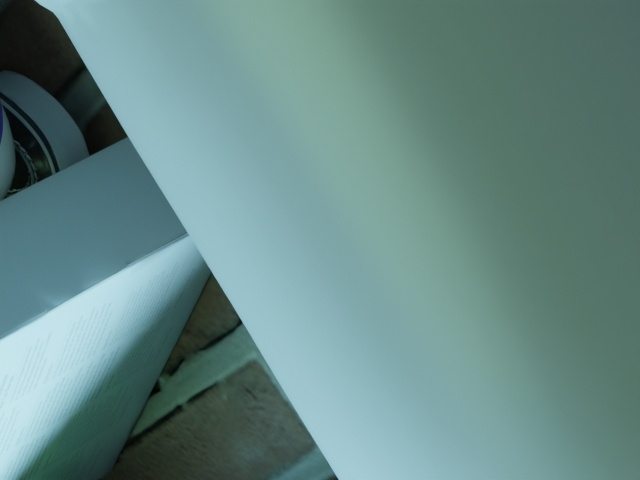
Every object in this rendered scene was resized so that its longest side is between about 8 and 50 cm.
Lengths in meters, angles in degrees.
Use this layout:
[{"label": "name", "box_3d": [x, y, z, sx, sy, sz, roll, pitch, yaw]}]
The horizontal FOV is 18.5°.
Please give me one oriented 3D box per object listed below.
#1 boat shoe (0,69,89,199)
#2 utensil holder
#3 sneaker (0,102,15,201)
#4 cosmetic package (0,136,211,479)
[{"label": "boat shoe", "box_3d": [-0.298, -0.075, 1.473, 0.301, 0.102, 0.108, 20, 129, 38]}, {"label": "utensil holder", "box_3d": [0.093, -0.051, 0.901, 0.327, 0.327, 0.385, -23, 100, 51]}, {"label": "sneaker", "box_3d": [-0.337, -0.164, 1.336, 0.323, 0.130, 0.236, 53, 173, 44]}, {"label": "cosmetic package", "box_3d": [-0.234, 0.108, 1.387, 0.097, 0.284, 0.377, 46, 140, 14]}]
